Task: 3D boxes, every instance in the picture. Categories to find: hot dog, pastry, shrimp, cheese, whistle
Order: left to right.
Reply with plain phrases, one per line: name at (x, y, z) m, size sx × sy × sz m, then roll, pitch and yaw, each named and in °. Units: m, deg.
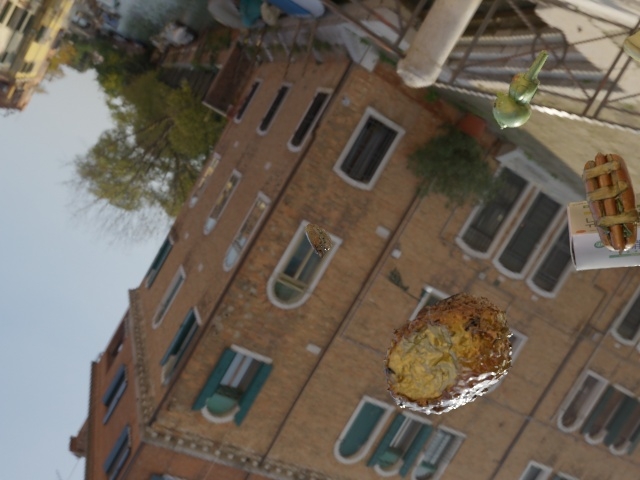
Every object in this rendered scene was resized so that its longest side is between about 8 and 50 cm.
shrimp at (0.000, 0.000, 1.831) m, size 0.101 × 0.042 × 0.190 m, roll 27°, pitch -157°, yaw -17°
pastry at (0.375, 0.310, 1.692) m, size 0.338 × 0.405 × 0.292 m, roll -5°, pitch -126°, yaw -43°
whistle at (0.677, -0.515, 2.053) m, size 0.141 × 0.294 × 0.141 m, roll 5°, pitch -146°, yaw -3°
hot dog at (0.714, -0.092, 1.466) m, size 0.072 × 0.269 × 0.109 m, roll 9°, pitch 159°, yaw -44°
cheese at (0.892, -0.483, 1.569) m, size 0.050 × 0.127 × 0.255 m, roll 78°, pitch -173°, yaw -46°

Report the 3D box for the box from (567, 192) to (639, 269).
box at (0.901, -0.030, 1.732) m, size 0.333 × 0.173 × 0.145 m, roll -7°, pitch 128°, yaw 24°
